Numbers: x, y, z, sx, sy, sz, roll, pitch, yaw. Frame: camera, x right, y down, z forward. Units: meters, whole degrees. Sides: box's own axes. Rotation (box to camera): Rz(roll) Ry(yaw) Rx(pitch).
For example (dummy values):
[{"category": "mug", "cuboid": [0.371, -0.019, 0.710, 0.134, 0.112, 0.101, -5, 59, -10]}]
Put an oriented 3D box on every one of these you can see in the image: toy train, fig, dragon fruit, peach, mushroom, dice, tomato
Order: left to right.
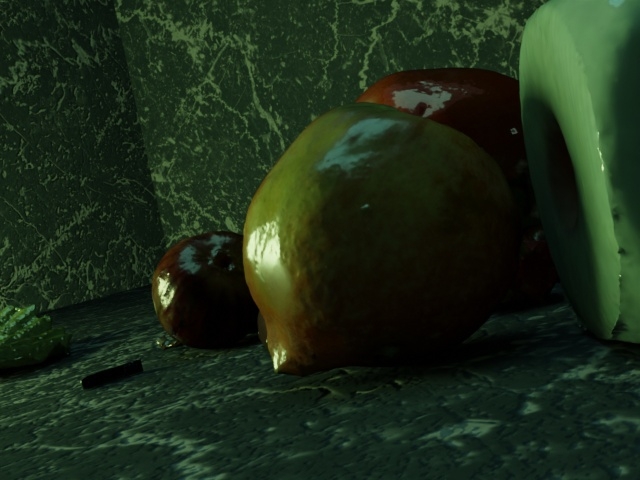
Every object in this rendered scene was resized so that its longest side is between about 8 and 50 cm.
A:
[{"category": "toy train", "cuboid": [-0.251, 0.160, 0.993, 0.083, 0.017, 0.017, -13, 0, -44]}, {"category": "fig", "cuboid": [-0.151, 0.085, 1.093, 0.148, 0.202, 0.149, 24, 9, 13]}, {"category": "peach", "cuboid": [0.043, 0.012, 0.729, 0.232, 0.257, 0.232, 28, -4, 2]}, {"category": "tomato", "cuboid": [0.178, -0.103, 1.185, 0.341, 0.342, 0.273, -13, 42, -18]}, {"category": "dragon fruit", "cuboid": [0.219, 0.041, 0.914, 0.112, 0.068, 0.126, -1, -15, -22]}, {"category": "mushroom", "cuboid": [0.281, 0.019, 1.094, 0.129, 0.073, 0.088, -17, 42, 4]}, {"category": "dice", "cuboid": [0.312, -0.078, 0.647, 0.262, 0.268, 0.264, -12, 1, 4]}]

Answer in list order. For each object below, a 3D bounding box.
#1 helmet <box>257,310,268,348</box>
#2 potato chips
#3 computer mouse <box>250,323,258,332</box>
[{"category": "helmet", "cuboid": [-0.032, 0.086, 1.009, 0.098, 0.071, 0.123, -12, 3, -2]}, {"category": "potato chips", "cuboid": [-0.607, 0.185, 1.388, 0.372, 0.097, 0.389, -11, 3, 6]}, {"category": "computer mouse", "cuboid": [-0.094, 0.088, 1.267, 0.146, 0.088, 0.264, -15, 5, -13]}]
